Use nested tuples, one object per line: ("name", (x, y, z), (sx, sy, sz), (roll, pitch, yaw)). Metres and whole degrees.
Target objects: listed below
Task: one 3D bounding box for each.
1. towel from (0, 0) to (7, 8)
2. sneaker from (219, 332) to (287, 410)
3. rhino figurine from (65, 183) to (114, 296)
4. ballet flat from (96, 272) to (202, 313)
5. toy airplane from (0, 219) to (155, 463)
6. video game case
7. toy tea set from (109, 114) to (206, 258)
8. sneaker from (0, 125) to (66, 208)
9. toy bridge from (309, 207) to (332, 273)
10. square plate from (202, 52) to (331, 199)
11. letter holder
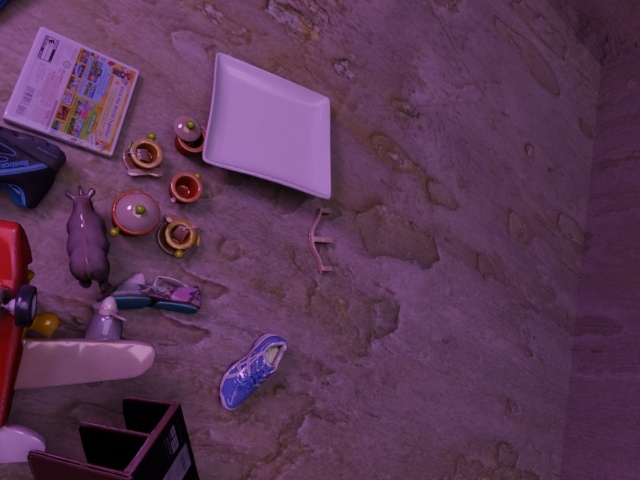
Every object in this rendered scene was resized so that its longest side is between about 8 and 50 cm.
("towel", (-0.735, -0.570, 0.846), (0.285, 0.034, 0.209), (37, 78, -22))
("sneaker", (-0.159, 0.306, 1.054), (0.080, 0.081, 0.211), (47, 61, -19))
("rhino figurine", (-0.460, -0.015, 0.879), (0.073, 0.106, 0.243), (-12, 63, -19))
("ballet flat", (-0.366, 0.113, 0.968), (0.222, 0.077, 0.079), (11, 57, -36))
("toy airplane", (-0.543, 0.181, 0.748), (0.385, 0.272, 0.386), (-35, 122, -2))
("video game case", (-0.529, -0.317, 0.964), (0.207, 0.026, 0.226), (19, 70, -29))
("toy tea set", (-0.343, -0.135, 0.990), (0.200, 0.124, 0.335), (12, 75, -31))
("sneaker", (-0.623, -0.166, 0.764), (0.341, 0.125, 0.139), (30, 75, -52))
("toy bridge", (0.000, 0.000, 1.247), (0.063, 0.026, 0.187), (5, 79, -30))
("square plate", (-0.129, -0.292, 1.169), (0.344, 0.049, 0.346), (14, 62, -27))
("letter holder", (-0.359, 0.446, 0.812), (0.152, 0.215, 0.301), (-61, 152, -60))
